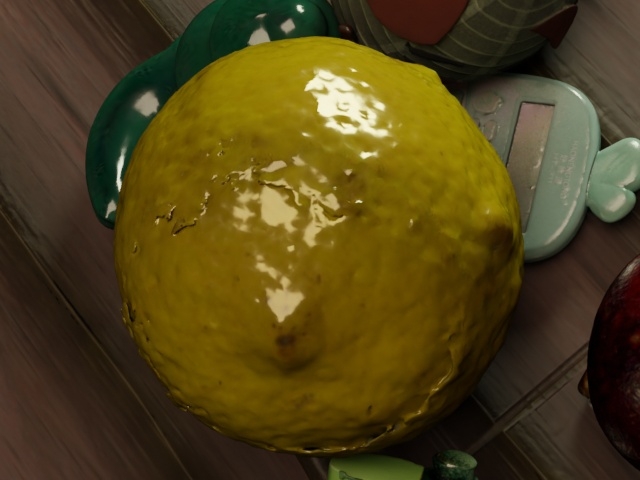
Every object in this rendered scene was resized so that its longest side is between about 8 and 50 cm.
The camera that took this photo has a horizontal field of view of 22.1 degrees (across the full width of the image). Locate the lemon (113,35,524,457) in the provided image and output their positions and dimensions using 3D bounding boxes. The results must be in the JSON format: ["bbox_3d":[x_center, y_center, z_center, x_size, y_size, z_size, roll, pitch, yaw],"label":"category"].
[{"bbox_3d":[0.000,0.000,1.378,0.349,0.387,0.350,2,114,4],"label":"lemon"}]

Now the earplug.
[{"bbox_3d":[-0.099,-0.148,1.574,0.257,0.280,0.164,-21,81,-34],"label":"earplug"}]

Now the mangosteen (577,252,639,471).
[{"bbox_3d":[0.311,0.111,1.357,0.261,0.235,0.235,-27,57,56],"label":"mangosteen"}]

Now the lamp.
[{"bbox_3d":[0.127,-0.258,1.495,0.265,0.233,0.233,-9,64,-29],"label":"lamp"}]

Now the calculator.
[{"bbox_3d":[0.160,-0.070,1.538,0.295,0.042,0.184,9,76,23],"label":"calculator"}]

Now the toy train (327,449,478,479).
[{"bbox_3d":[0.059,0.290,1.379,0.157,0.105,0.253,9,104,8],"label":"toy train"}]

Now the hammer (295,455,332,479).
[{"bbox_3d":[-0.031,0.142,1.530,0.168,0.044,0.440,-32,66,4],"label":"hammer"}]
